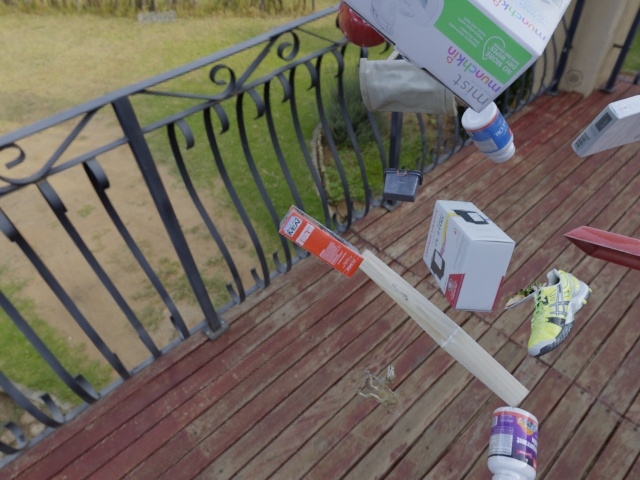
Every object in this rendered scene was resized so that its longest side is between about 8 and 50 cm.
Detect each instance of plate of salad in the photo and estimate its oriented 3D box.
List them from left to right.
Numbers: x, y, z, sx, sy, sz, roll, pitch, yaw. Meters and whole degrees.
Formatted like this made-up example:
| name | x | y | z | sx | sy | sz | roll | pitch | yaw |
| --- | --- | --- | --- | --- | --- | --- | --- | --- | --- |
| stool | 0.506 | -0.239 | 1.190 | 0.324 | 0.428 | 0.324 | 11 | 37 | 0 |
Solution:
| name | x | y | z | sx | sy | sz | roll | pitch | yaw |
| --- | --- | --- | --- | --- | --- | --- | --- | --- | --- |
| plate of salad | 0.846 | 0.225 | 1.838 | 0.200 | 0.200 | 0.048 | -27 | 73 | -21 |

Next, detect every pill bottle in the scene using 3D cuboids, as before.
| name | x | y | z | sx | sy | sz | roll | pitch | yaw |
| --- | --- | --- | --- | --- | --- | --- | --- | --- | --- |
| pill bottle | 0.602 | -0.377 | 1.560 | 0.124 | 0.221 | 0.124 | -27 | 45 | 31 |
| pill bottle | 0.471 | 0.522 | 1.082 | 0.108 | 0.108 | 0.193 | 13 | 50 | 16 |

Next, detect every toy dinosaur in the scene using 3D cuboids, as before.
| name | x | y | z | sx | sy | sz | roll | pitch | yaw |
| --- | --- | --- | --- | --- | --- | --- | --- | --- | --- |
| toy dinosaur | 0.132 | 0.340 | 0.975 | 0.092 | 0.183 | 0.053 | 18 | 46 | 30 |

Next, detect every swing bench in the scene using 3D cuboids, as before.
| name | x | y | z | sx | sy | sz | roll | pitch | yaw |
| --- | --- | --- | --- | --- | --- | --- | --- | --- | --- |
| swing bench | 0.274 | -0.438 | 1.236 | 0.253 | 0.165 | 0.254 | 13 | 32 | 27 |

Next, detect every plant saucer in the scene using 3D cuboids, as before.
| name | x | y | z | sx | sy | sz | roll | pitch | yaw |
| --- | --- | --- | --- | --- | --- | --- | --- | --- | --- |
| plant saucer | 0.825 | 0.033 | 1.179 | 0.259 | 0.258 | 0.048 | 24 | 93 | 47 |

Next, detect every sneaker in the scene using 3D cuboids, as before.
| name | x | y | z | sx | sy | sz | roll | pitch | yaw |
| --- | --- | --- | --- | --- | --- | --- | --- | --- | --- |
| sneaker | 0.805 | 0.255 | 1.558 | 0.147 | 0.145 | 0.384 | 41 | 56 | 11 |

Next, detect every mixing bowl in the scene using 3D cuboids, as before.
| name | x | y | z | sx | sy | sz | roll | pitch | yaw |
| --- | --- | --- | --- | --- | --- | --- | --- | --- | --- |
| mixing bowl | 0.135 | -0.649 | 1.236 | 0.181 | 0.181 | 0.098 | 3 | 10 | 7 |

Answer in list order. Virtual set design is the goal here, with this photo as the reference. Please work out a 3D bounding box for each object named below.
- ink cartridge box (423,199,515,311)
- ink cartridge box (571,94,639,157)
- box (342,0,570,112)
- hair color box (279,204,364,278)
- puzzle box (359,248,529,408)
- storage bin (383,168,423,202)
| name | x | y | z | sx | sy | sz | roll | pitch | yaw |
| --- | --- | --- | --- | --- | --- | --- | --- | --- | --- |
| ink cartridge box | 0.244 | 0.020 | 0.757 | 0.072 | 0.127 | 0.175 | 3 | 25 | -7 |
| ink cartridge box | 0.832 | -0.318 | 1.182 | 0.232 | 0.189 | 0.066 | -20 | 70 | -6 |
| box | 0.199 | -0.355 | 0.628 | 0.262 | 0.127 | 0.231 | 39 | 59 | -3 |
| hair color box | 0.000 | 0.000 | 0.879 | 0.167 | 0.053 | 0.093 | 32 | 8 | -11 |
| puzzle box | 0.255 | 0.181 | 1.012 | 0.052 | 0.272 | 0.409 | -49 | 26 | 3 |
| storage bin | 0.284 | -0.191 | 1.543 | 0.135 | 0.098 | 0.091 | 8 | 69 | 18 |
